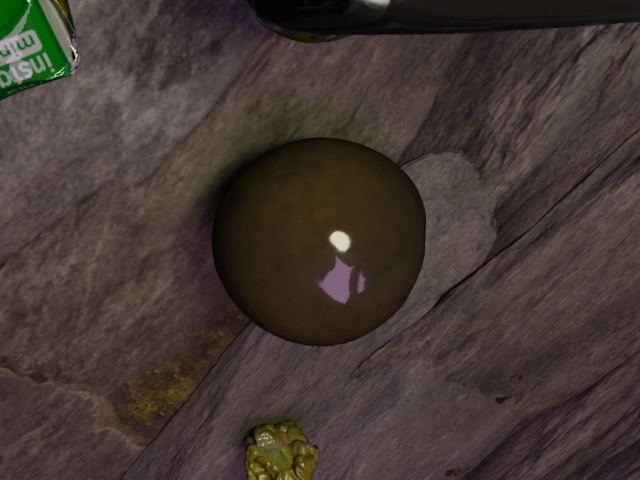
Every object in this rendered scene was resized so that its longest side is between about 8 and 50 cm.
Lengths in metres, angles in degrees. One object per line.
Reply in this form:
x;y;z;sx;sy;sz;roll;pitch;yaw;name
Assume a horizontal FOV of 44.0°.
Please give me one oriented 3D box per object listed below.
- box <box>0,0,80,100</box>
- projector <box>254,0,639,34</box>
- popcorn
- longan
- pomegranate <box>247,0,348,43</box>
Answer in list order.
-0.329;-0.168;0.644;0.250;0.180;0.103;-21;133;-6;box
0.152;-0.355;0.575;0.406;0.242;0.394;-10;105;-21;projector
-0.064;0.374;1.314;0.126;0.145;0.125;-19;131;-19;popcorn
0.000;0.000;0.930;0.258;0.258;0.258;-14;135;-14;longan
-0.018;-0.264;0.729;0.123;0.143;0.169;-10;144;-17;pomegranate
